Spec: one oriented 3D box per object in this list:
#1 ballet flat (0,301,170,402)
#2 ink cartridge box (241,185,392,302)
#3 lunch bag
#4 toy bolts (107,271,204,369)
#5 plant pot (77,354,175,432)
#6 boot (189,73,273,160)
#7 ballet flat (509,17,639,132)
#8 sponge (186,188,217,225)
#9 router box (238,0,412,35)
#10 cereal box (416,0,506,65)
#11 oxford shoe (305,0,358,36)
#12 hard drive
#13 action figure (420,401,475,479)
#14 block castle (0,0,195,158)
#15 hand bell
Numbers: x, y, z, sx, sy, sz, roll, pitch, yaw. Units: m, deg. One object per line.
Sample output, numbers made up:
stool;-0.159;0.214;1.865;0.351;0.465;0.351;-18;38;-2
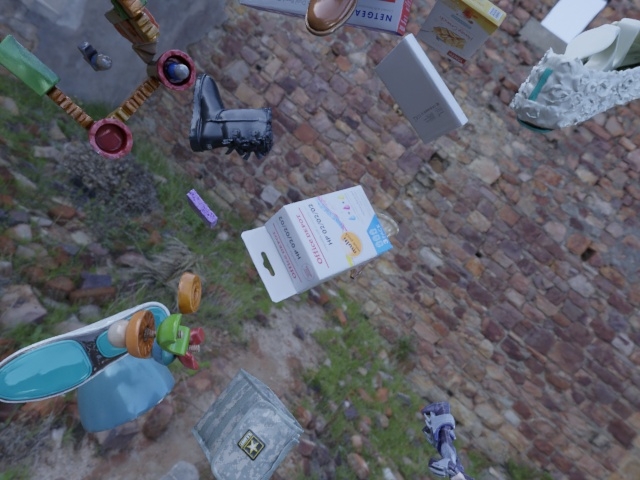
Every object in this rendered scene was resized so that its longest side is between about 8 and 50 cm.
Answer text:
ballet flat;-0.575;0.266;1.034;0.139;0.400;0.139;38;-39;40
ink cartridge box;0.000;0.000;0.554;0.181;0.061;0.104;-21;80;-40
lunch bag;-0.203;0.552;1.189;0.287;0.235;0.169;23;-21;51
toy bolts;-0.374;0.198;0.978;0.228;0.159;0.218;92;0;-49
plant pot;-0.648;0.437;1.342;0.290;0.290;0.195;-103;175;-80
boot;-0.110;-0.160;0.531;0.045;0.099;0.121;92;-4;-67
ballet flat;0.491;-0.299;0.708;0.147;0.409;0.147;40;-35;36
sponge;-0.392;-0.099;1.380;0.117;0.031;0.210;50;-15;-7
router box;0.025;-0.572;0.768;0.335;0.301;0.082;18;25;14
cereal box;0.382;-0.599;1.162;0.173;0.047;0.240;33;-4;-2
oxford shoe;0.037;-0.426;0.659;0.076;0.212;0.076;29;-3;8
hard drive;0.358;-0.536;1.517;0.353;0.047;0.233;53;-18;-9
action figure;0.315;0.538;0.988;0.285;0.099;0.185;-97;162;-62
block castle;-0.499;-0.418;0.823;0.213;0.303;0.453;26;-17;49
hand bell;0.167;0.033;1.452;0.126;0.242;0.126;26;-25;14
